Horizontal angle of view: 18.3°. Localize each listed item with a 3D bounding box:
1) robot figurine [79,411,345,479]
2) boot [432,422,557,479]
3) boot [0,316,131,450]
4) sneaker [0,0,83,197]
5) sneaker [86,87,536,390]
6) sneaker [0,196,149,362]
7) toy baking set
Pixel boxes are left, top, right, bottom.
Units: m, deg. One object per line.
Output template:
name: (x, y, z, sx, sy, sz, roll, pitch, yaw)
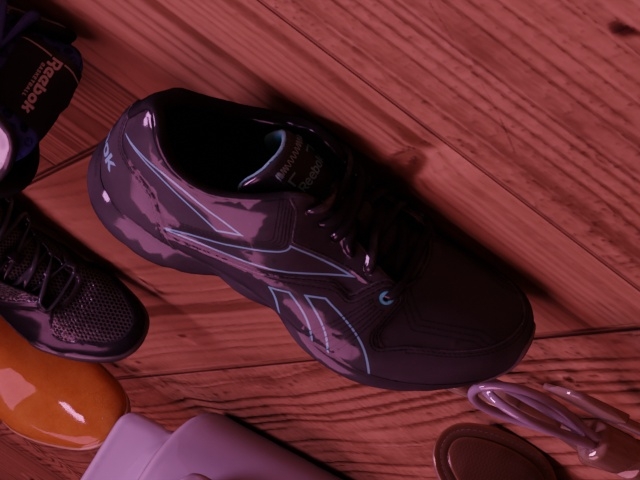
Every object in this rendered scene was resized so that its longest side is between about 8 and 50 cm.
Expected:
robot figurine: (-0.057, 0.294, 1.850, 0.353, 0.200, 0.300, 26, 168, 17)
boot: (0.136, 0.201, 1.477, 0.197, 0.073, 0.152, 39, 166, -15)
boot: (-0.335, 0.090, 1.925, 0.295, 0.104, 0.211, 26, 163, 31)
sneaker: (-0.238, -0.127, 1.135, 0.182, 0.127, 0.315, 7, 147, 24)
sneaker: (0.000, 0.000, 1.085, 0.267, 0.101, 0.106, 23, 148, -5)
sneaker: (-0.242, 0.020, 1.586, 0.227, 0.087, 0.130, 35, 170, 5)
toy baking set: (0.167, 0.126, 1.193, 0.197, 0.030, 0.256, 22, 172, -7)
